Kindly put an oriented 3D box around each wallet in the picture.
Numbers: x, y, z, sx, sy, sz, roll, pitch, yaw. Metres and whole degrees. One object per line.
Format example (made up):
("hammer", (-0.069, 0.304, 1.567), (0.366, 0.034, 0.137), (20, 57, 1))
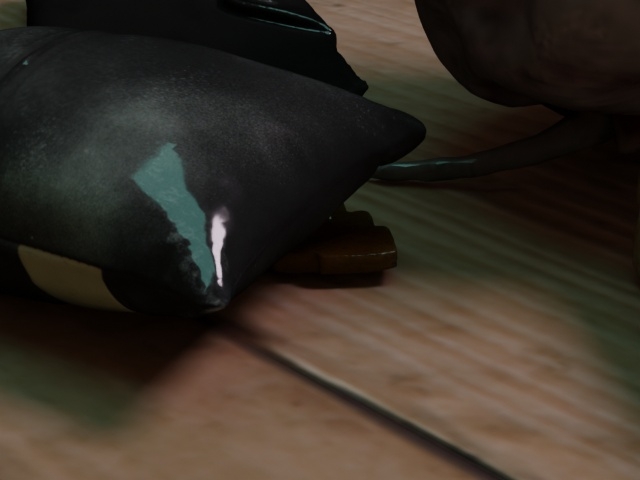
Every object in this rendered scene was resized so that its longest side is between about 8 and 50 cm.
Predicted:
("wallet", (-0.095, -0.135, 0.972), (0.197, 0.051, 0.377), (-5, 25, -9))

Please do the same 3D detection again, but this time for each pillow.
("pillow", (-0.101, -0.035, 0.657), (0.250, 0.106, 0.186), (9, 30, 26))

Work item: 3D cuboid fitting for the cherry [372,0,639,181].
("cherry", (0.185, -0.195, 0.754), (0.291, 0.334, 0.326), (7, 25, 21))

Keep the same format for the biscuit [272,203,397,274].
("biscuit", (0.000, 0.000, 0.697), (0.092, 0.016, 0.082), (17, 28, 34))

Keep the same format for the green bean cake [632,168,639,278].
("green bean cake", (0.202, 0.008, 0.596), (0.109, 0.085, 0.179), (-3, 24, -5))
